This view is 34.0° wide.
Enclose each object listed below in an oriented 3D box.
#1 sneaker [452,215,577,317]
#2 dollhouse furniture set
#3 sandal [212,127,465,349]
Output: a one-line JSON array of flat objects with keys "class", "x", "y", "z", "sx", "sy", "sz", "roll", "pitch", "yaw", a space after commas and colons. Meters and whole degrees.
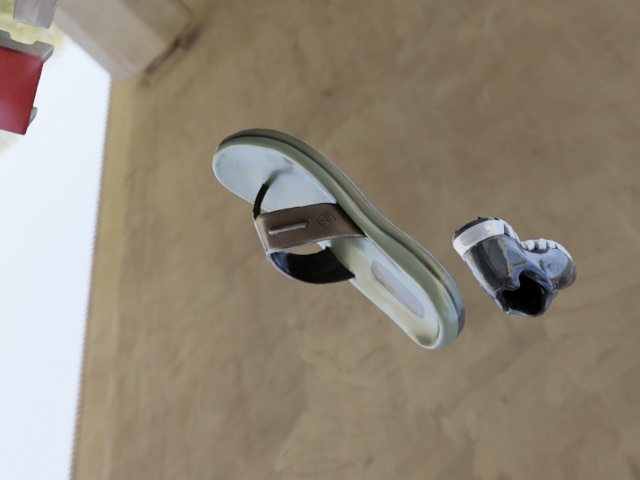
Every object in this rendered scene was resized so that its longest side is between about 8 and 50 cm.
[{"class": "sneaker", "x": 0.242, "y": 0.048, "z": 1.224, "sx": 0.078, "sy": 0.234, "sz": 0.106, "roll": -36, "pitch": -121, "yaw": 26}, {"class": "dollhouse furniture set", "x": -0.380, "y": -0.306, "z": 1.158, "sx": 0.152, "sy": 0.201, "sz": 0.374, "roll": -109, "pitch": -144, "yaw": -63}, {"class": "sandal", "x": 0.001, "y": 0.000, "z": 0.970, "sx": 0.086, "sy": 0.120, "sz": 0.303, "roll": -39, "pitch": -117, "yaw": -23}]
